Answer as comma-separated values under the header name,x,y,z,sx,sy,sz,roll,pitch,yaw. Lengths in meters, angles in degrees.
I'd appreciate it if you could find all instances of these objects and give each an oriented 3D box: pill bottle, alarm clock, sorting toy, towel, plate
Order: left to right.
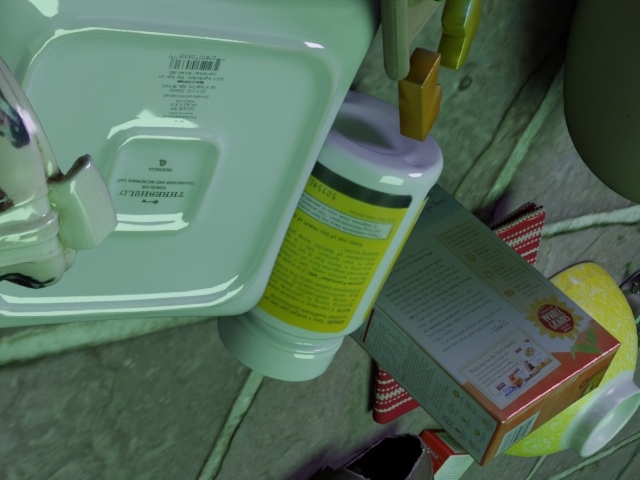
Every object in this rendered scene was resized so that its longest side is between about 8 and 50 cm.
name,x,y,z,sx,sy,sz,roll,pitch,yaw
plate,-0.106,-0.046,0.708,0.277,0.045,0.278,0,128,-35
pill bottle,0.000,0.000,0.894,0.119,0.119,0.208,-12,137,-46
towel,0.143,0.084,1.269,0.198,0.031,0.275,-25,144,-19
sorting toy,0.096,-0.212,0.742,0.229,0.041,0.307,-60,159,-28
alarm clock,0.461,0.120,1.730,0.129,0.064,0.192,-22,146,-38

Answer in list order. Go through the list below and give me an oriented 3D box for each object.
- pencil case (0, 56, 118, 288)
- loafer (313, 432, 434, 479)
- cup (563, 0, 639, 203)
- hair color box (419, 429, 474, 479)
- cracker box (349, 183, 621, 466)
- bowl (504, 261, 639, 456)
name,x,y,z,sx,sy,sz,roll,pitch,yaw
pencil case,-0.295,0.025,0.466,0.410,0.183,0.160,-28,146,-31
loafer,0.006,0.315,1.327,0.366,0.133,0.130,-25,123,-51
cup,0.344,-0.151,1.013,0.331,0.331,0.237,-29,172,-29
hair color box,0.125,0.328,1.551,0.167,0.053,0.093,-55,151,13
cracker box,0.118,0.064,1.014,0.155,0.232,0.067,-25,146,-34
bowl,0.323,0.187,1.529,0.289,0.156,0.289,-32,148,-23
